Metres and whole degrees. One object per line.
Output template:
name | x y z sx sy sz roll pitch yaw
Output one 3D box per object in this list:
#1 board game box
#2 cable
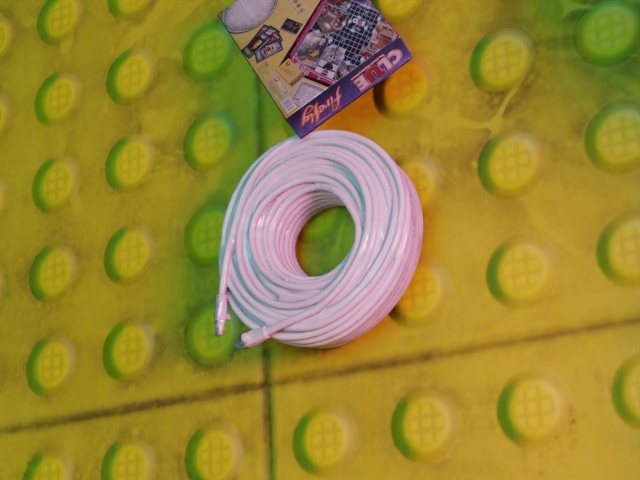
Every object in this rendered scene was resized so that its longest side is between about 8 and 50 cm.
board game box | -0.011 -0.248 1.708 0.165 0.042 0.243 -36 46 5
cable | 0.000 0.000 1.641 0.257 0.089 0.257 -11 68 28
